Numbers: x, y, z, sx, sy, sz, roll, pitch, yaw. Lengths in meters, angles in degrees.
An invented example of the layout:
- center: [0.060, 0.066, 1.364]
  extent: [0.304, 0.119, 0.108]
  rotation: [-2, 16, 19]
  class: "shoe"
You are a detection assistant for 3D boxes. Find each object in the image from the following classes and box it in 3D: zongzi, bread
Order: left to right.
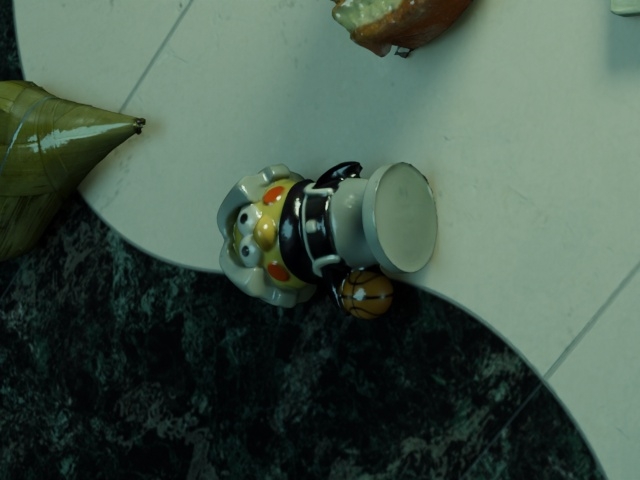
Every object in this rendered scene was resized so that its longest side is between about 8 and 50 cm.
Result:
- center: [-0.325, -0.069, 2.368]
  extent: [0.256, 0.115, 0.228]
  rotation: [14, 102, 29]
  class: "zongzi"
- center: [0.094, -0.308, 1.995]
  extent: [0.190, 0.123, 0.244]
  rotation: [30, 109, 35]
  class: "bread"

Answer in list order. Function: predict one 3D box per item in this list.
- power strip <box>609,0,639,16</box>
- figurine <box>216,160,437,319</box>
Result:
- center: [0.358, -0.261, 1.824]
  extent: [0.192, 0.035, 0.081]
  rotation: [-1, 89, 40]
  class: "power strip"
- center: [0.000, 0.000, 2.064]
  extent: [0.236, 0.133, 0.176]
  rotation: [-5, 83, 37]
  class: "figurine"
